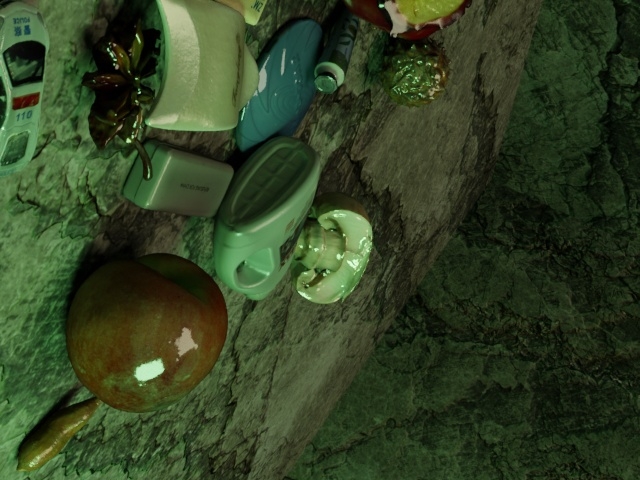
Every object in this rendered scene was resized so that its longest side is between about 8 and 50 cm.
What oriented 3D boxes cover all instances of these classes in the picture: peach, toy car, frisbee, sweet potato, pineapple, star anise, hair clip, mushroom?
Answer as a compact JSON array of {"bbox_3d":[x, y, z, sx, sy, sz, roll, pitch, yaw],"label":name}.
[{"bbox_3d":[0.147,-0.537,1.671,0.257,0.201,0.362,7,97,-40],"label":"peach"},{"bbox_3d":[-0.345,-0.163,1.022,0.095,0.056,0.205,-31,145,-57],"label":"toy car"},{"bbox_3d":[-0.264,0.142,1.418,0.252,0.252,0.252,-53,160,-28],"label":"peach"},{"bbox_3d":[-0.058,-0.267,1.707,0.289,0.049,0.289,-53,161,-28],"label":"frisbee"},{"bbox_3d":[-0.414,0.300,1.497,0.195,0.056,0.056,-43,156,-28],"label":"sweet potato"},{"bbox_3d":[0.229,-0.404,2.194,0.361,0.175,0.175,-56,169,-76],"label":"pineapple"},{"bbox_3d":[-0.258,-0.173,1.207,0.177,0.073,0.234,-43,139,-66],"label":"star anise"},{"bbox_3d":[-0.152,-0.232,1.269,0.282,0.113,0.173,-72,167,-85],"label":"hair clip"},{"bbox_3d":[0.000,0.000,2.105,0.189,0.195,0.254,-112,-143,-68],"label":"mushroom"}]

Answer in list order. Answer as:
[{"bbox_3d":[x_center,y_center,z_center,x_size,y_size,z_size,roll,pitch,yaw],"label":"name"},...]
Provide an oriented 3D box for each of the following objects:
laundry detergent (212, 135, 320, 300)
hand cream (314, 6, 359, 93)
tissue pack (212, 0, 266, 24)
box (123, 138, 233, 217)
[{"bbox_3d":[-0.120,0.005,1.787,0.264,0.124,0.398,-54,168,-32],"label":"laundry detergent"},{"bbox_3d":[0.042,-0.380,1.763,0.091,0.058,0.271,93,12,-48],"label":"hand cream"},{"bbox_3d":[-0.129,-0.387,1.250,0.148,0.092,0.196,-67,163,7],"label":"tissue pack"},{"bbox_3d":[-0.221,-0.094,1.481,0.103,0.055,0.243,-65,162,6],"label":"box"}]
